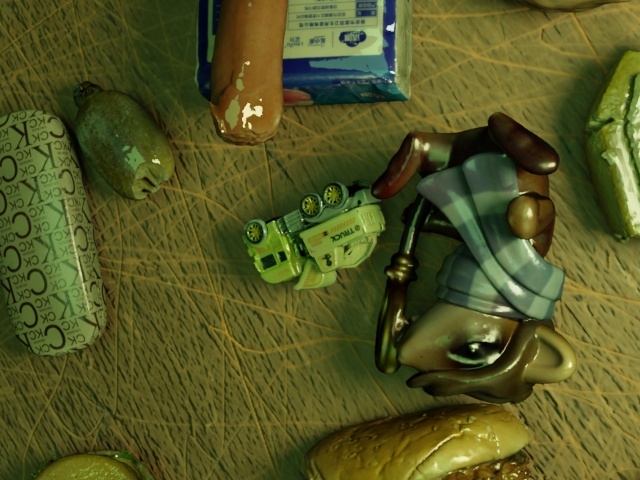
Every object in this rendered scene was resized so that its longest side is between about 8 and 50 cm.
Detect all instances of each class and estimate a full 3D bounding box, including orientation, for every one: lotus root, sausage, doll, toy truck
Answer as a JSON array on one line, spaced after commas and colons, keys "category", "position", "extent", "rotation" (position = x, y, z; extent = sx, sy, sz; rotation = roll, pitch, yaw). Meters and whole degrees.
[{"category": "lotus root", "position": [-0.282, -0.145, 1.181], "extent": [0.113, 0.088, 0.192], "rotation": [-40, 83, 18]}, {"category": "sausage", "position": [-0.070, -0.320, 0.992], "extent": [0.094, 0.094, 0.419], "rotation": [9, 87, -22]}, {"category": "doll", "position": [0.172, 0.025, 0.995], "extent": [0.209, 0.318, 0.340], "rotation": [-6, 97, -17]}, {"category": "toy truck", "position": [0.000, 0.000, 1.098], "extent": [0.191, 0.085, 0.116], "rotation": [-24, 82, 29]}]

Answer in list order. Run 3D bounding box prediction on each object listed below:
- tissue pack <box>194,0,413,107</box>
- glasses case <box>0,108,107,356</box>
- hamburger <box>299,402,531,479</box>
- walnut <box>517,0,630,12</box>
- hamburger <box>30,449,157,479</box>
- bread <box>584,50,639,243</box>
[{"category": "tissue pack", "position": [-0.017, -0.281, 1.093], "extent": [0.269, 0.137, 0.209], "rotation": [-1, 89, 17]}, {"category": "glasses case", "position": [-0.398, -0.010, 1.212], "extent": [0.137, 0.085, 0.355], "rotation": [-11, 89, 14]}, {"category": "hamburger", "position": [0.120, 0.302, 1.062], "extent": [0.282, 0.245, 0.155], "rotation": [-14, 87, -20]}, {"category": "walnut", "position": [0.300, -0.396, 0.965], "extent": [0.273, 0.227, 0.273], "rotation": [1, 96, 9]}, {"category": "hamburger", "position": [-0.313, 0.387, 1.188], "extent": [0.189, 0.122, 0.215], "rotation": [-34, 80, 5]}, {"category": "bread", "position": [0.409, -0.108, 1.001], "extent": [0.185, 0.124, 0.257], "rotation": [-24, 85, 13]}]
